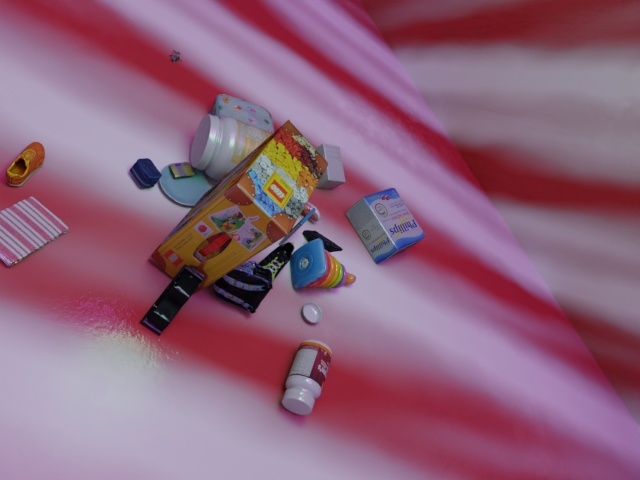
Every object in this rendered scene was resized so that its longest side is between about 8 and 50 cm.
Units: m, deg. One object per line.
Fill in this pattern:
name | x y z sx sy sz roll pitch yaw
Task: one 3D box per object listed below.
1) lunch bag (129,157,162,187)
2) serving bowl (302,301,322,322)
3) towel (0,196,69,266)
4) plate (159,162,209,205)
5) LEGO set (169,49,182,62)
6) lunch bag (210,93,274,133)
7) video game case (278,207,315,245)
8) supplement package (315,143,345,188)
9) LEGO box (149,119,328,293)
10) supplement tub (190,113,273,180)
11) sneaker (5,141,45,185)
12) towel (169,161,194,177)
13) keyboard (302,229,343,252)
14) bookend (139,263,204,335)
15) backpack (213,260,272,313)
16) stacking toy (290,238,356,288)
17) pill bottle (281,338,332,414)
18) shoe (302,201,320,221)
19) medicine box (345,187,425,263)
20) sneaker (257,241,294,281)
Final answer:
lunch bag | -0.601 -0.226 1.573 0.099 0.065 0.067 54 27 7
serving bowl | -0.036 0.273 1.709 0.083 0.027 0.084 21 50 -27
towel | -0.831 -0.029 1.273 0.144 0.029 0.197 44 40 -5
plate | -0.497 -0.202 1.670 0.188 0.024 0.188 21 49 -26
LEGO set | -0.630 -0.805 1.990 0.054 0.023 0.083 3 60 -38
lunch bag | -0.336 -0.485 1.943 0.278 0.108 0.224 9 59 -34
video game case | -0.092 -0.053 1.792 0.015 0.166 0.119 44 43 -5
supplement package | 0.033 -0.340 2.117 0.105 0.105 0.180 2 74 -39
LEGO box | -0.254 -0.094 1.432 0.193 0.500 0.373 45 41 -18
supplement tub | -0.305 -0.330 1.760 0.331 0.241 0.241 15 52 -32
sneaker | -0.868 -0.235 1.357 0.064 0.067 0.175 23 47 -23
towel | -0.507 -0.259 1.677 0.083 0.009 0.060 -19 75 -44
keyboard | 0.000 0.000 1.866 0.108 0.023 0.180 -6 29 -43
bookend | -0.439 0.177 1.352 0.072 0.156 0.157 38 45 -12
backpack | -0.263 0.140 1.524 0.173 0.158 0.117 24 30 -21
stacking toy | 0.038 0.129 1.806 0.301 0.175 0.166 24 46 -43
pill bottle | -0.044 0.448 1.508 0.121 0.121 0.221 36 44 -14
shoe | -0.084 -0.137 1.940 0.178 0.063 0.081 47 44 5
medicine box | 0.308 -0.074 2.151 0.263 0.149 0.290 -21 74 -46
sneaker | -0.169 0.076 1.688 0.084 0.097 0.235 41 43 -8
